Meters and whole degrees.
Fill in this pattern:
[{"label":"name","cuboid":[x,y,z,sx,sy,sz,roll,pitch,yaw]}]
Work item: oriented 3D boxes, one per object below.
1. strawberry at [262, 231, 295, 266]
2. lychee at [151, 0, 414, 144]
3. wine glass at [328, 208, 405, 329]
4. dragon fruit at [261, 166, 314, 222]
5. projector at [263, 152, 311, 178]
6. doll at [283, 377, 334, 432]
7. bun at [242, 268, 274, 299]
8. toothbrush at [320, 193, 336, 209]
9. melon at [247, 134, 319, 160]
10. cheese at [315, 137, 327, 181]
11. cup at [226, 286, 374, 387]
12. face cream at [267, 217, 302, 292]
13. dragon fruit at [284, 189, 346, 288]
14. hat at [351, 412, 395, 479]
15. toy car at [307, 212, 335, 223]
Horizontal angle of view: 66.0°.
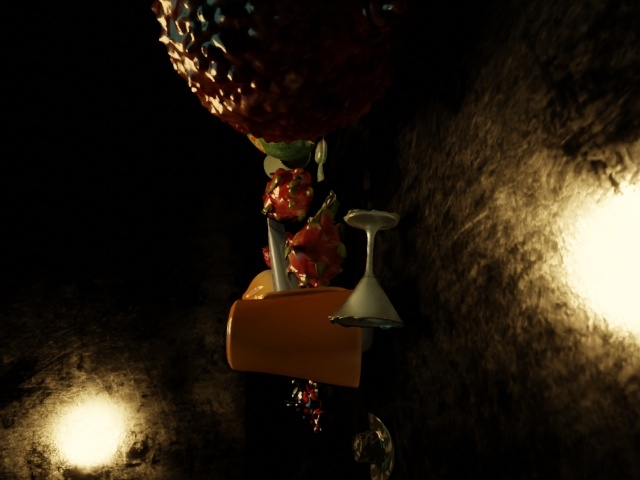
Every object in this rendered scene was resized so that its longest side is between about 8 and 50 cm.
[{"label":"strawberry","cuboid":[-0.107,0.042,1.568,0.131,0.148,0.131,-55,-20,-32]},{"label":"lychee","cuboid":[-0.044,-0.363,0.783,0.500,0.425,0.424,38,128,43]},{"label":"wine glass","cuboid":[0.080,0.046,0.791,0.122,0.122,0.182,137,140,-71]},{"label":"dragon fruit","cuboid":[-0.094,-0.137,1.438,0.166,0.160,0.172,-44,-13,-37]},{"label":"projector","cuboid":[-0.118,-0.270,1.655,0.337,0.108,0.108,-174,87,-76]},{"label":"doll","cuboid":[-0.031,0.409,1.234,0.249,0.088,0.127,-39,28,60]},{"label":"bun","cuboid":[-0.210,0.248,1.807,0.299,0.165,0.298,-176,90,-76]},{"label":"toothbrush","cuboid":[-0.006,-0.059,1.326,0.286,0.025,0.020,126,144,-65]},{"label":"melon","cuboid":[-0.107,-0.320,1.383,0.288,0.182,0.182,34,125,42]},{"label":"cheese","cuboid":[0.001,-0.219,1.324,0.067,0.026,0.120,179,94,-77]},{"label":"cup","cuboid":[-0.033,0.167,0.945,0.226,0.264,0.182,-88,0,-58]},{"label":"face cream","cuboid":[-0.097,0.129,1.429,0.135,0.086,0.385,25,-127,-73]},{"label":"dragon fruit","cuboid":[-0.002,0.000,1.102,0.137,0.135,0.235,-166,96,-82]},{"label":"hat","cuboid":[0.082,0.352,0.832,0.121,0.051,0.121,180,90,-77]},{"label":"toy car","cuboid":[-0.003,0.016,1.220,0.071,0.063,0.165,-124,39,-69]}]
